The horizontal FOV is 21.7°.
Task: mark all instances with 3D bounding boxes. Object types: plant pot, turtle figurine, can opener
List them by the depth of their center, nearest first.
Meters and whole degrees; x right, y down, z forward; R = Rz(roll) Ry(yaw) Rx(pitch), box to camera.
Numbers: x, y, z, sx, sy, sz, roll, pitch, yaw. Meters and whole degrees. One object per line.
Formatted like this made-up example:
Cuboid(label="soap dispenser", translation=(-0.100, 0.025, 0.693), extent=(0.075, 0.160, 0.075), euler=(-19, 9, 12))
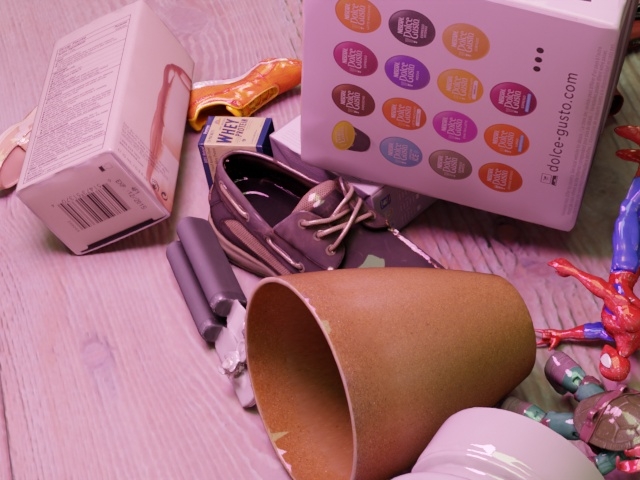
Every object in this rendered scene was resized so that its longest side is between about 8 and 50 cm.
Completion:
Cuboid(label="turtle figurine", translation=(0.295, 0.197, 1.659), extent=(0.175, 0.118, 0.234), euler=(-25, 34, -30))
Cuboid(label="plant pot", translation=(0.085, 0.121, 1.719), extent=(0.254, 0.237, 0.237), euler=(-16, 42, -26))
Cuboid(label="can opener", translation=(-0.101, 0.082, 1.898), extent=(0.093, 0.074, 0.280), euler=(6, 35, -35))

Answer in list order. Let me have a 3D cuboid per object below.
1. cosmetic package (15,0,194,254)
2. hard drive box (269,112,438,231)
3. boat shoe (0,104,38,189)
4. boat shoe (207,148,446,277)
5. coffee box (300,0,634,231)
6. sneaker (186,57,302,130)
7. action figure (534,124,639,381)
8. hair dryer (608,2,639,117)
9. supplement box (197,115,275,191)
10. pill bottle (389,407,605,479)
Cuboid(label="cosmetic package", translation=(-0.262, -0.144, 2.079), extent=(0.153, 0.129, 0.296), euler=(-22, 40, 25))
Cuboid(label="hard drive box", translation=(0.085, -0.123, 2.044), extent=(0.232, 0.089, 0.181), euler=(-37, 50, -25))
Cuboid(label="boat shoe", translation=(-0.367, -0.124, 2.155), extent=(0.059, 0.063, 0.170), euler=(10, 46, 29))
Cuboid(label="boat shoe", translation=(0.000, 0.000, 1.904), extent=(0.355, 0.130, 0.132), euler=(24, 53, 31))
Cuboid(label="coffee box", translation=(0.181, -0.271, 1.871), extent=(0.334, 0.338, 0.338), euler=(15, 54, 10))
Cuboid(label="sneaker", translation=(-0.094, -0.187, 2.178), extent=(0.175, 0.064, 0.067), euler=(-21, 58, -1))
Cuboid(label="action figure", translation=(0.295, 0.018, 1.809), extent=(0.139, 0.091, 0.280), euler=(0, 66, 14))
Cuboid(label="hair dryer", translation=(0.359, -0.264, 2.144), extent=(0.223, 0.080, 0.294), euler=(3, 45, 13))
Cuboid(label="supplement box", translation=(-0.099, -0.105, 2.066), extent=(0.083, 0.083, 0.056), euler=(2, 44, 15))
Cuboid(label="pill bottle", translation=(0.092, 0.347, 1.461), extent=(0.224, 0.224, 0.392), euler=(19, 51, 28))
